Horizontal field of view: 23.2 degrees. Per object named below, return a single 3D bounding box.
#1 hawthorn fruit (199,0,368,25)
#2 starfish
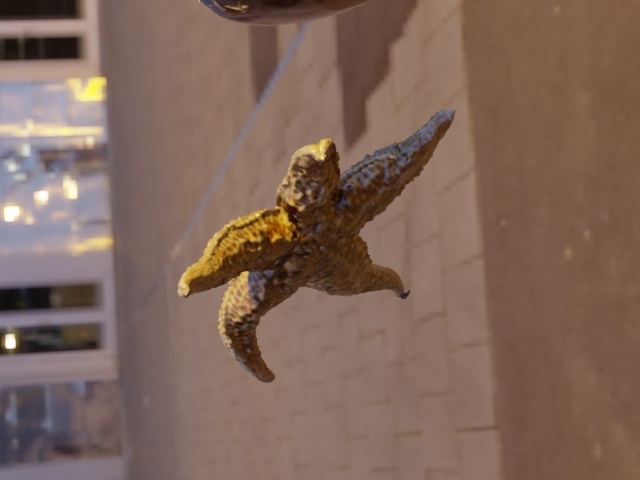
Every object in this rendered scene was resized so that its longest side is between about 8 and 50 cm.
[{"bbox_3d":[-0.037,-0.341,1.417,0.325,0.308,0.308,145,123,-63],"label":"hawthorn fruit"},{"bbox_3d":[0.000,0.000,1.027,0.236,0.277,0.062,-50,61,20],"label":"starfish"}]
